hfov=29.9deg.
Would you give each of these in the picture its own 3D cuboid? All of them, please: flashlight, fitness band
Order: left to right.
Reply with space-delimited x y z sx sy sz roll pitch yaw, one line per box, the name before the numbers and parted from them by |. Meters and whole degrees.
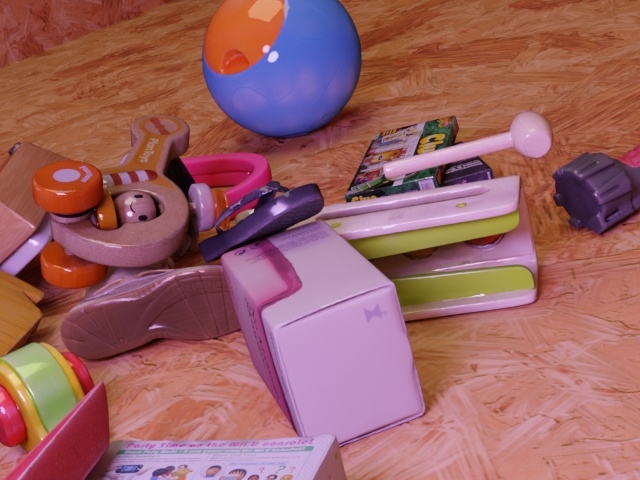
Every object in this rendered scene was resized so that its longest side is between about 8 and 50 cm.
fitness band | -0.214 -0.079 1.945 0.291 0.054 0.209 -5 23 27
flashlight | 0.422 -0.117 1.548 0.304 0.103 0.103 -26 25 -30

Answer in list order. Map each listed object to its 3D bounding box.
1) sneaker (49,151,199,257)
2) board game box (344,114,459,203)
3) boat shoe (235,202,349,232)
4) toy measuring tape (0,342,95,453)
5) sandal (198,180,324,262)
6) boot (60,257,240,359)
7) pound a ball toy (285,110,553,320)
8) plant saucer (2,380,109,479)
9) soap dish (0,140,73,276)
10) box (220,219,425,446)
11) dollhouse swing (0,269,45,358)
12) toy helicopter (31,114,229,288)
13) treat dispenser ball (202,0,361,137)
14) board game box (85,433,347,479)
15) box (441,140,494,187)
sneaker | -0.273 -0.011 1.739 0.268 0.153 0.101 -46 -9 11
board game box | 0.125 -0.118 1.777 0.136 0.030 0.259 -10 22 17
boat shoe | 0.000 0.000 1.601 0.233 0.084 0.079 -4 60 8
toy measuring tape | -0.266 0.177 1.241 0.121 0.121 0.330 -28 24 -31
sandal | -0.081 -0.025 1.343 0.097 0.054 0.254 -20 -2 -30
boot | -0.189 0.058 1.532 0.262 0.095 0.203 -16 19 4
pound a ball toy | 0.122 -0.030 1.379 0.319 0.208 0.135 -10 22 14
plant saucer | -0.281 0.256 0.972 0.259 0.048 0.258 -45 5 19
soap dish | -0.484 -0.017 1.766 0.229 0.118 0.291 -40 17 14
box | -0.003 0.092 1.234 0.127 0.148 0.232 -19 21 -11
dollhouse swing | -0.568 0.179 1.462 0.315 0.305 0.347 27 15 -3
toy helicopter | -0.217 -0.075 1.552 0.235 0.140 0.355 4 32 3
treat dispenser ball | -0.069 -0.329 2.158 0.288 0.288 0.288 -13 21 5
board game box | -0.124 0.272 0.929 0.224 0.097 0.303 -5 24 23
box | 0.180 -0.101 1.771 0.116 0.029 0.162 -17 22 -4
